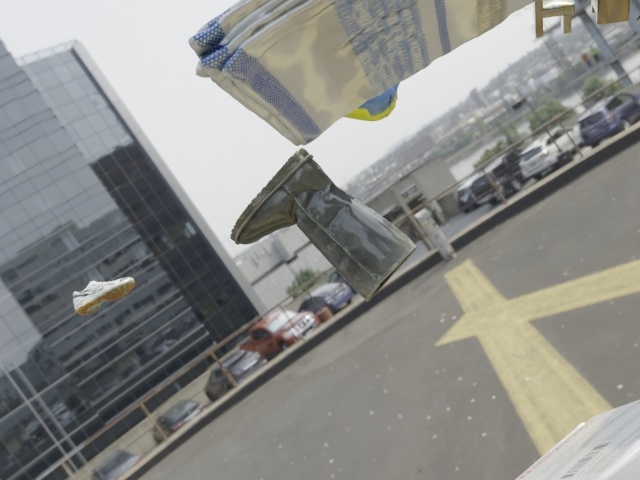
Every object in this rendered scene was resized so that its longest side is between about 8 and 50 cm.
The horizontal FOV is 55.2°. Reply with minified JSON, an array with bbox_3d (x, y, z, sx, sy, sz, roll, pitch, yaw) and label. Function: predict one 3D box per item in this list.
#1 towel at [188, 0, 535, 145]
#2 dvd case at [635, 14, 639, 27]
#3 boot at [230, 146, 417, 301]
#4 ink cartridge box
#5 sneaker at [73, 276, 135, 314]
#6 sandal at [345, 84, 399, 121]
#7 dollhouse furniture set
[{"bbox_3d":[0.072,-0.158,0.410,0.285,0.034,0.209,-29,-11,10],"label":"towel"},{"bbox_3d":[0.642,-0.305,1.020,0.180,0.253,0.022,-38,11,-17],"label":"dvd case"},{"bbox_3d":[-0.001,0.001,0.836,0.189,0.208,0.076,-46,0,29],"label":"boot"},{"bbox_3d":[0.245,0.195,0.485,0.148,0.086,0.203,-30,-20,-18],"label":"ink cartridge box"},{"bbox_3d":[-0.290,0.064,0.814,0.083,0.037,0.032,-26,-30,-11],"label":"sneaker"},{"bbox_3d":[0.061,-0.293,0.836,0.138,0.126,0.317,101,177,-54],"label":"sandal"},{"bbox_3d":[0.423,-0.427,0.904,0.212,0.161,0.242,-2,34,18],"label":"dollhouse furniture set"}]
